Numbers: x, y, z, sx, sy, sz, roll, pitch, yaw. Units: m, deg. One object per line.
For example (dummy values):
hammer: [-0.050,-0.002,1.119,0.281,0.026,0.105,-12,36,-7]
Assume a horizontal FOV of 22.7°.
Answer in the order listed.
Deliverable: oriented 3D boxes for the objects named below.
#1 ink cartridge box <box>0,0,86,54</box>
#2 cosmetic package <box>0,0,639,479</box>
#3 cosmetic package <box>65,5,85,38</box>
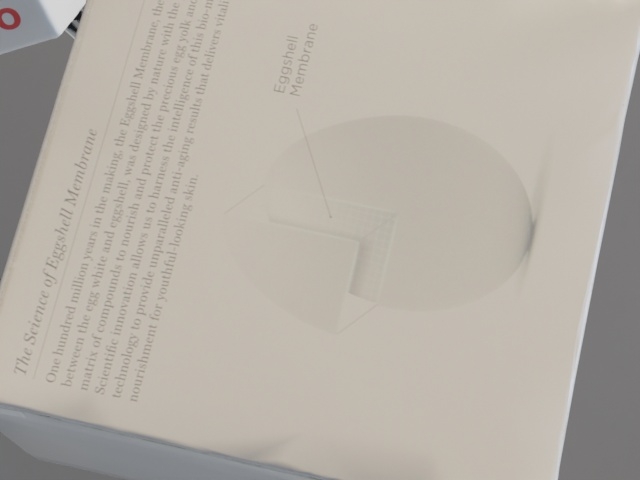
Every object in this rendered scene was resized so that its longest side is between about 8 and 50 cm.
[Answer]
ink cartridge box: [-0.320,-0.271,1.184,0.211,0.121,0.289,-13,-61,21]
cosmetic package: [0.000,0.000,0.678,0.225,0.138,0.224,13,-106,5]
cosmetic package: [-0.189,-0.284,1.511,0.099,0.060,0.239,40,-44,3]
